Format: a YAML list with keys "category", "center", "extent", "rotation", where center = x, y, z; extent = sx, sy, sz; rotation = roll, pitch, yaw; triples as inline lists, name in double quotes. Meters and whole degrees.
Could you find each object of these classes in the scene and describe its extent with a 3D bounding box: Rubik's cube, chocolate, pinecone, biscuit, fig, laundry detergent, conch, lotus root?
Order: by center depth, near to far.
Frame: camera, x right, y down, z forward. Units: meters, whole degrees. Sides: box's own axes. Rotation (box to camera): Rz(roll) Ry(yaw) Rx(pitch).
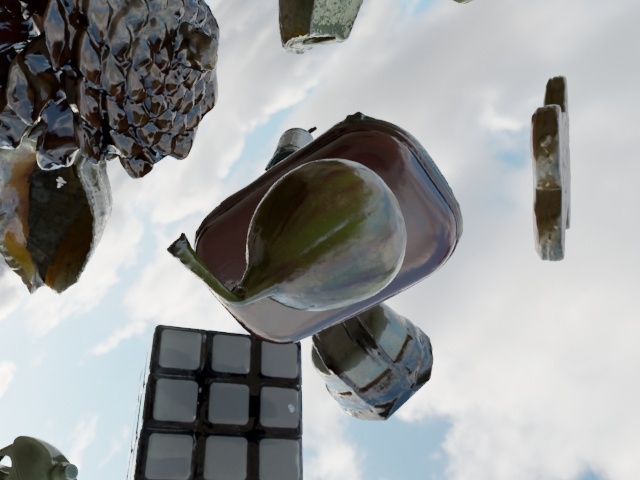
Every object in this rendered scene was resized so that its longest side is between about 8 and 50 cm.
- category: "fig"
  center: [-0.007, 0.008, 0.526]
  extent: [0.142, 0.148, 0.186]
  rotation: [5, -139, 34]
- category: "pinecone"
  center: [-0.237, -0.202, 0.531]
  extent: [0.242, 0.296, 0.298]
  rotation: [-50, 172, 7]
- category: "laundry detergent"
  center: [-0.493, 0.424, 0.977]
  extent: [0.253, 0.091, 0.181]
  rotation: [-33, -106, 23]
- category: "lotus root"
  center: [-0.002, -0.478, 0.994]
  extent: [0.210, 0.142, 0.314]
  rotation: [21, -75, 41]
- category: "conch"
  center: [-0.486, -0.088, 1.067]
  extent: [0.297, 0.352, 0.210]
  rotation: [2, -153, 28]
- category: "Rubik's cube"
  center: [-0.218, 0.372, 1.180]
  extent: [0.305, 0.304, 0.301]
  rotation: [125, -31, -50]
- category: "biscuit"
  center: [0.504, -0.149, 1.292]
  extent: [0.076, 0.368, 0.394]
  rotation: [0, -154, 25]
- category: "chocolate"
  center: [0.096, 0.257, 1.368]
  extent: [0.284, 0.186, 0.283]
  rotation: [-27, -143, 23]

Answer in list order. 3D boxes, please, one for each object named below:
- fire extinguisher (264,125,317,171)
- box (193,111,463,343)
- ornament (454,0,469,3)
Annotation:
- category: "fire extinguisher"
  center: [-0.061, -0.205, 1.352]
  extent: [0.118, 0.093, 0.294]
  rotation: [-30, -160, 14]
- category: "box"
  center: [0.000, 0.000, 0.861]
  extent: [0.404, 0.263, 0.108]
  rotation: [-31, -162, 25]
- category: "ornament"
  center: [0.330, -0.557, 1.142]
  extent: [0.059, 0.180, 0.201]
  rotation: [-34, 151, -58]
